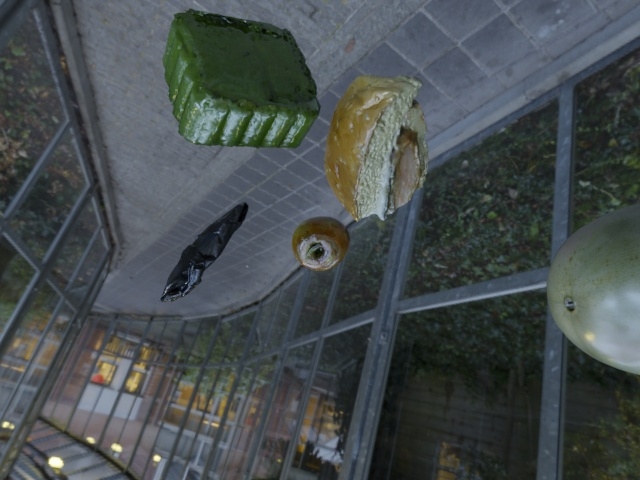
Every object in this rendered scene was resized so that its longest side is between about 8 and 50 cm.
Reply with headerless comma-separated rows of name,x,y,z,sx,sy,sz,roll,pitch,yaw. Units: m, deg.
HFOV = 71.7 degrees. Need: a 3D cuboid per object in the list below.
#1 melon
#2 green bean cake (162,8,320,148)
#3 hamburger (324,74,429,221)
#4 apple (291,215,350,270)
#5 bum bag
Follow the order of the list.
melon,0.528,0.073,0.688,0.331,0.268,0.268,-10,160,-12
green bean cake,-0.121,-0.242,0.684,0.214,0.200,0.113,-8,156,-30
hamburger,0.060,-0.139,0.613,0.155,0.135,0.207,47,168,25
apple,0.000,0.000,0.863,0.114,0.102,0.099,-29,107,21
bum bag,-0.265,0.020,1.029,0.074,0.310,0.137,37,158,-8
